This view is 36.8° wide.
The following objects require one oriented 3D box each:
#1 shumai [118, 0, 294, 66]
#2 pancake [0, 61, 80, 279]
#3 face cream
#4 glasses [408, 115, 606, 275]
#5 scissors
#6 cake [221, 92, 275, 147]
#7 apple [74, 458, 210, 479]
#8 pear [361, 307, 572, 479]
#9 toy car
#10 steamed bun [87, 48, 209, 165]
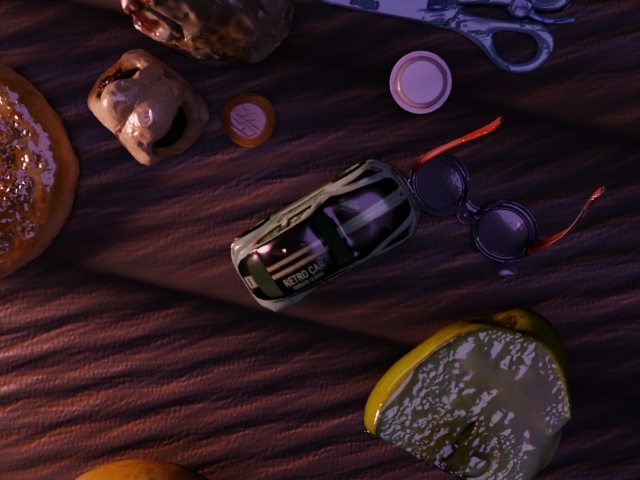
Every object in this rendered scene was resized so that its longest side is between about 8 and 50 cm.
[{"bbox_3d":[-0.183,-0.387,1.316,0.292,0.288,0.330,-34,95,4],"label":"shumai"},{"bbox_3d":[-0.565,-0.104,1.465,0.387,0.082,0.387,0,102,1],"label":"pancake"},{"bbox_3d":[0.147,-0.235,1.433,0.091,0.095,0.091,0,98,0],"label":"face cream"},{"bbox_3d":[0.250,-0.061,1.378,0.234,0.268,0.118,37,78,-3],"label":"glasses"},{"bbox_3d":[0.189,-0.358,1.446,0.393,0.032,0.180,8,98,0],"label":"scissors"},{"bbox_3d":[-0.109,-0.185,1.469,0.084,0.044,0.084,0,100,1],"label":"cake"},{"bbox_3d":[-0.265,0.522,1.425,0.374,0.374,0.384,-29,97,5],"label":"apple"},{"bbox_3d":[0.239,0.219,1.463,0.286,0.176,0.282,29,96,-8],"label":"pear"},{"bbox_3d":[0.000,0.000,1.437,0.306,0.125,0.136,-29,98,19],"label":"toy car"},{"bbox_3d":[-0.261,-0.194,1.413,0.172,0.155,0.141,42,95,-6],"label":"steamed bun"}]
